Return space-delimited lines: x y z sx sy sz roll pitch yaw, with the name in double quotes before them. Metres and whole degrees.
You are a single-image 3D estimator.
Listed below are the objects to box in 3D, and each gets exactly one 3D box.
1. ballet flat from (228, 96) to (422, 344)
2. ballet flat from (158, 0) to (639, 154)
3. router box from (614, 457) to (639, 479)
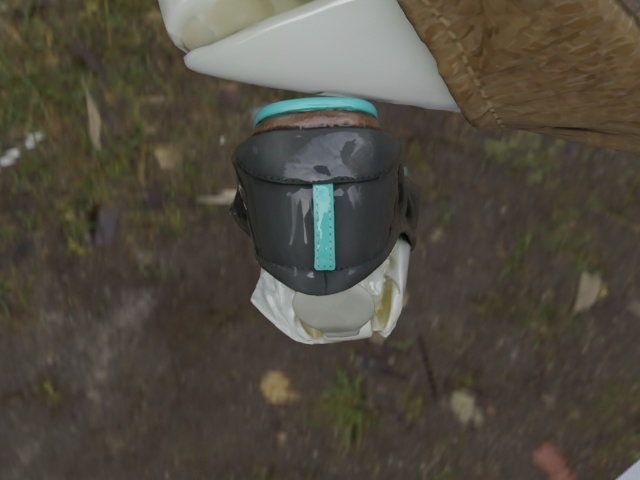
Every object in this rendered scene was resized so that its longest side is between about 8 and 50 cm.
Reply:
"ballet flat" 0.000 0.000 0.920 0.095 0.280 0.096 -5 85 6
"ballet flat" -0.004 -0.098 0.402 0.124 0.342 0.116 -26 57 17
"router box" 0.164 0.182 0.487 0.301 0.082 0.335 25 31 27
